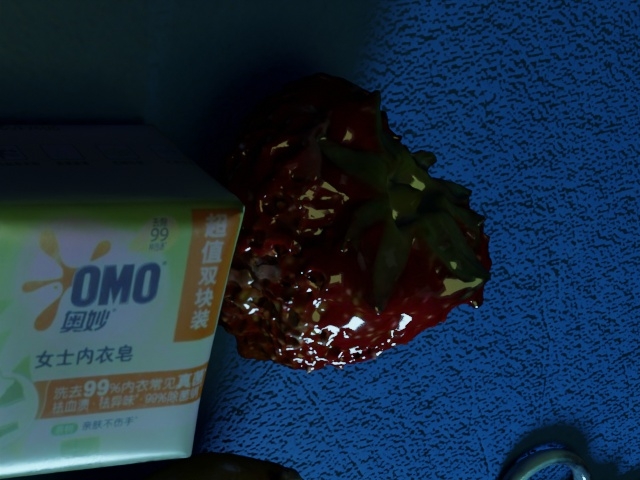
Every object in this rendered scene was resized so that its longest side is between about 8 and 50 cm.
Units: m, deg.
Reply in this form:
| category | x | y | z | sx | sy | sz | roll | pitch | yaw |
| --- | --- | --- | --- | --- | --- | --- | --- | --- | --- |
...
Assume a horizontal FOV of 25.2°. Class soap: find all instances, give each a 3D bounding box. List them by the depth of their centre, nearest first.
| category | x | y | z | sx | sy | sz | roll | pitch | yaw |
| --- | --- | --- | --- | --- | --- | --- | --- | --- | --- |
| soap | -0.170 | 0.032 | 0.854 | 0.199 | 0.138 | 0.182 | -2 | 116 | -32 |

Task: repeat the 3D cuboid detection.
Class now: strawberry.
| category | x | y | z | sx | sy | sz | roll | pitch | yaw |
| --- | --- | --- | --- | --- | --- | --- | --- | --- | --- |
| strawberry | 0.000 | 0.000 | 0.941 | 0.201 | 0.184 | 0.187 | -37 | 143 | 29 |

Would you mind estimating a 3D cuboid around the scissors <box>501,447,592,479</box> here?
| category | x | y | z | sx | sy | sz | roll | pitch | yaw |
| --- | --- | --- | --- | --- | --- | --- | --- | --- | --- |
| scissors | 0.323 | 0.260 | 1.388 | 0.383 | 0.029 | 0.256 | -17 | 123 | -23 |

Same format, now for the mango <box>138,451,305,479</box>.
| category | x | y | z | sx | sy | sz | roll | pitch | yaw |
| --- | --- | --- | --- | --- | --- | --- | --- | --- | --- |
| mango | -0.131 | 0.306 | 0.996 | 0.221 | 0.199 | 0.384 | 31 | 97 | -40 |
